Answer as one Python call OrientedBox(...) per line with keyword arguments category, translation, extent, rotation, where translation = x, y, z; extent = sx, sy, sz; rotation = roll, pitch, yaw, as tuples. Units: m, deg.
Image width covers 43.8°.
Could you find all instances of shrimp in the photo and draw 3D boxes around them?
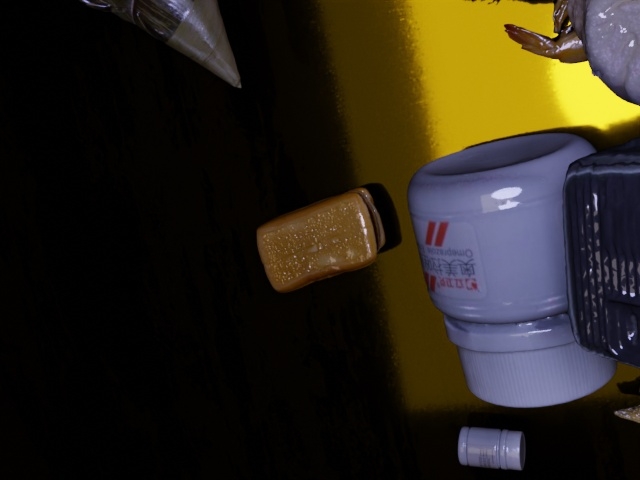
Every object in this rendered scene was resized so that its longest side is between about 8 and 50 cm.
OrientedBox(category="shrimp", translation=(0.288, -0.317, 1.045), extent=(0.248, 0.068, 0.150), rotation=(14, 109, 13))

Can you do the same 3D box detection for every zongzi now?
OrientedBox(category="zongzi", translation=(-0.185, -0.430, 1.195), extent=(0.317, 0.154, 0.289), rotation=(32, 109, -7))

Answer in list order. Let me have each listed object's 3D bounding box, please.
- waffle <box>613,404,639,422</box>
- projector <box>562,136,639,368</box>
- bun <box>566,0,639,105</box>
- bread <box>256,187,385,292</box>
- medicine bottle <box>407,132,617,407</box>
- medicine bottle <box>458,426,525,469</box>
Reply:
OrientedBox(category="waffle", translation=(0.475, 0.213, 1.051), extent=(0.152, 0.023, 0.097), rotation=(16, 89, 38))
OrientedBox(category="projector", translation=(0.505, -0.008, 0.759), extent=(0.395, 0.405, 0.242), rotation=(13, 113, 61))
OrientedBox(category="bun", translation=(0.401, -0.248, 0.887), extent=(0.281, 0.281, 0.205), rotation=(21, 117, 18))
OrientedBox(category="bread", translation=(0.000, 0.000, 1.224), extent=(0.200, 0.077, 0.116), rotation=(-19, 95, 27))
OrientedBox(category="medicine bottle", translation=(0.257, 0.035, 1.031), extent=(0.245, 0.245, 0.306), rotation=(-9, 104, 24))
OrientedBox(category="medicine bottle", translation=(0.256, 0.311, 1.192), extent=(0.091, 0.058, 0.058), rotation=(-1, 101, 23))
